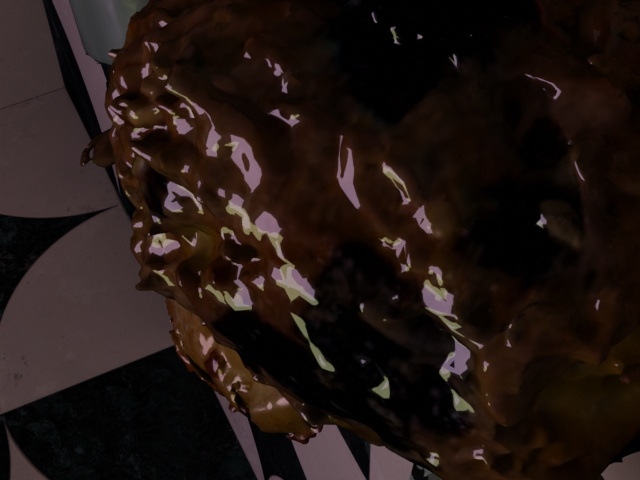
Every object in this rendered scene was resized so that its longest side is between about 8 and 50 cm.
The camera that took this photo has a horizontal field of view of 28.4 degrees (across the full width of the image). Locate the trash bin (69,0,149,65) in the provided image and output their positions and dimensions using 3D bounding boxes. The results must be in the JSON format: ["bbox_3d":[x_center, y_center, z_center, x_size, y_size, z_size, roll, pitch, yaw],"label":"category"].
[{"bbox_3d":[-0.195,-0.357,1.408,0.277,0.217,0.262,-102,0,-55],"label":"trash bin"}]

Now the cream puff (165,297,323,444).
[{"bbox_3d":[0.002,-0.004,1.136,0.350,0.229,0.350,7,99,52],"label":"cream puff"}]

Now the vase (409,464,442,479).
[{"bbox_3d":[0.149,0.166,1.048,0.165,0.165,0.360,-125,25,-44],"label":"vase"}]

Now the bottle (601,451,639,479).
[{"bbox_3d":[0.203,0.136,0.804,0.236,0.148,0.147,-129,22,-57],"label":"bottle"}]

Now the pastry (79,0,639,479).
[{"bbox_3d":[0.055,-0.045,0.706,0.405,0.338,0.292,59,154,33],"label":"pastry"}]
